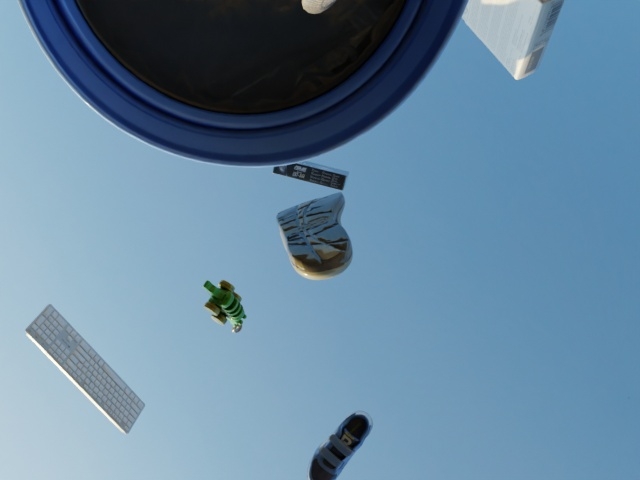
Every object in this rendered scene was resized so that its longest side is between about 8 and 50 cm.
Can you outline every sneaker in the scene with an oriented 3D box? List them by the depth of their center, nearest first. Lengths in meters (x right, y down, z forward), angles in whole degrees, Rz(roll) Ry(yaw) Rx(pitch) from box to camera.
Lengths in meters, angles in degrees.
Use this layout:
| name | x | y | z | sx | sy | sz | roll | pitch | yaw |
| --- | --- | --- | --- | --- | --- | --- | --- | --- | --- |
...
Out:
| name | x | y | z | sx | sy | sz | roll | pitch | yaw |
| --- | --- | --- | --- | --- | --- | --- | --- | --- | --- |
| sneaker | 0.029 | 0.322 | 1.034 | 0.053 | 0.059 | 0.144 | 36 | -108 | 9 |

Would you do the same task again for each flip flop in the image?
| name | x | y | z | sx | sy | sz | roll | pitch | yaw |
| --- | --- | --- | --- | --- | --- | --- | --- | --- | --- |
| flip flop | 0.000 | 0.000 | 0.982 | 0.112 | 0.277 | 0.080 | -18 | -66 | 1 |

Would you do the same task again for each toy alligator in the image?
| name | x | y | z | sx | sy | sz | roll | pitch | yaw |
| --- | --- | --- | --- | --- | --- | --- | --- | --- | --- |
| toy alligator | -0.151 | 0.123 | 1.145 | 0.051 | 0.190 | 0.056 | 23 | -114 | 25 |

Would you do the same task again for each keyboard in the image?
| name | x | y | z | sx | sy | sz | roll | pitch | yaw |
| --- | --- | --- | --- | --- | --- | --- | --- | --- | --- |
| keyboard | -0.399 | 0.223 | 1.143 | 0.014 | 0.256 | 0.072 | -21 | -156 | 33 |

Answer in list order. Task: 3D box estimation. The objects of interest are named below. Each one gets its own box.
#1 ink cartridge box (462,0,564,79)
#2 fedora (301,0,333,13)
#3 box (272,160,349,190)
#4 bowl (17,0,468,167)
| name | x | y | z | sx | sy | sz | roll | pitch | yaw |
| --- | --- | --- | --- | --- | --- | --- | --- | --- | --- |
| ink cartridge box | 0.225 | -0.314 | 0.840 | 0.045 | 0.145 | 0.179 | -27 | -112 | -8 |
| fedora | 0.058 | -0.210 | 0.226 | 0.244 | 0.124 | 0.275 | -46 | -163 | -12 |
| box | -0.010 | -0.079 | 0.773 | 0.083 | 0.067 | 0.018 | 15 | -79 | 3 |
| bowl | -0.057 | -0.254 | 0.568 | 0.391 | 0.391 | 0.077 | -40 | -147 | 11 |
